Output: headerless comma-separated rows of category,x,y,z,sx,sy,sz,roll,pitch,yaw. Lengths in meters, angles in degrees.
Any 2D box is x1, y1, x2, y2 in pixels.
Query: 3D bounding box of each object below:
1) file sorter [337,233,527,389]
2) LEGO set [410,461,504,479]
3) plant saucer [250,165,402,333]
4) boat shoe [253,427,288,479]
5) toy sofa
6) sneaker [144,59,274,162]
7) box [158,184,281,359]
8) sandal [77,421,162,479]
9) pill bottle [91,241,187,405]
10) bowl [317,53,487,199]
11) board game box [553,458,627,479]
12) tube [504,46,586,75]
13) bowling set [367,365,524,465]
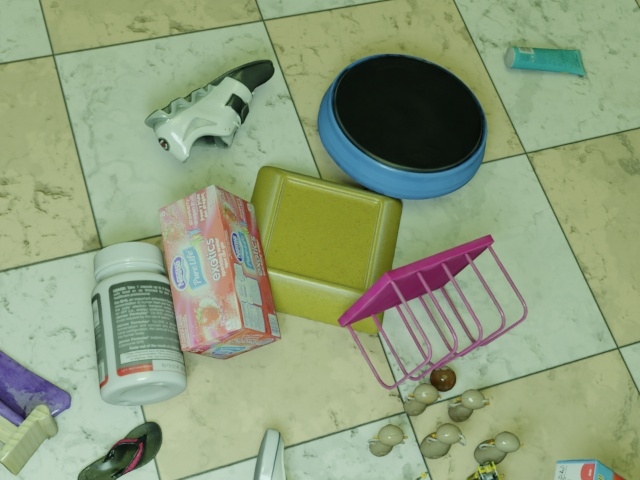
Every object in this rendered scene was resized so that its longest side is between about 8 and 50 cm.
file sorter,0.227,0.146,1.745,0.290,0.202,0.182,-18,70,-36
LEGO set,0.240,0.531,1.604,0.331,0.192,0.255,-4,65,-12
plant saucer,0.000,0.000,1.886,0.332,0.081,0.333,14,64,-3
boat shoe,-0.079,0.481,1.632,0.088,0.096,0.268,8,64,-10
toy sofa,-0.639,0.246,1.619,0.362,0.150,0.177,34,65,7
sneaker,-0.216,-0.281,1.978,0.330,0.122,0.146,-36,93,-24
box,-0.198,0.065,1.742,0.142,0.154,0.300,-22,68,21
sandal,-0.366,0.401,1.650,0.179,0.040,0.067,-35,74,-23
pill bottle,-0.350,0.157,1.704,0.161,0.161,0.283,-6,66,-12
bowl,0.190,-0.269,2.017,0.390,0.077,0.391,6,55,-8
board game box,0.523,0.592,1.600,0.302,0.086,0.308,35,58,-29
tube,0.562,-0.448,2.217,0.207,0.052,0.080,1,69,-15
bowling set,0.232,0.322,1.726,0.286,0.154,0.200,4,64,-8
